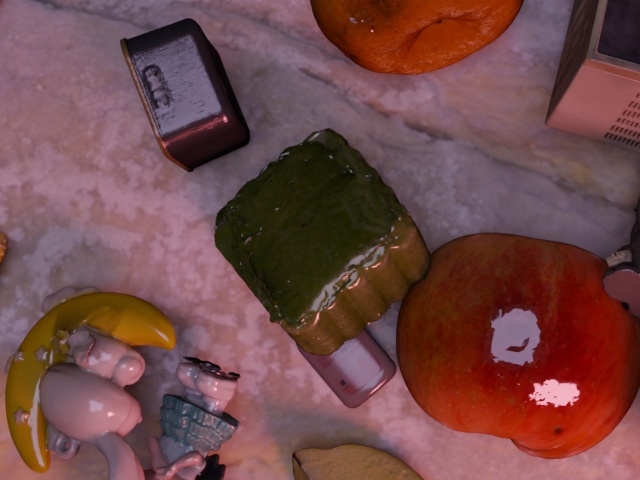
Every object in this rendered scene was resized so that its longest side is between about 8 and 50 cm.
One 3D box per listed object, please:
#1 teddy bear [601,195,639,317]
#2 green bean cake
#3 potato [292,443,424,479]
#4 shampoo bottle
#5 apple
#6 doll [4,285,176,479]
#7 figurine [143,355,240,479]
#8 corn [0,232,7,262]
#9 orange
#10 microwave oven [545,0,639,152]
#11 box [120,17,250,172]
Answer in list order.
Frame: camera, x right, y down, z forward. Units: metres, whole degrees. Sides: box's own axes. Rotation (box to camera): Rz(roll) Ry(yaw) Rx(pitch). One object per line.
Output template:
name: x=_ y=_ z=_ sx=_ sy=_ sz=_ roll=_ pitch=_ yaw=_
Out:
teddy bear: x=0.415 y=0.000 z=1.294 sx=0.171 sy=0.251 sz=0.144 roll=33 pitch=135 yaw=-3
green bean cake: x=0.000 y=0.000 z=1.331 sx=0.200 sy=0.113 sz=0.214 roll=-42 pitch=57 yaw=-1
potato: x=0.049 y=0.299 z=1.387 sx=0.120 sy=0.081 sz=0.149 roll=-27 pitch=67 yaw=-24
shampoo bottle: x=0.013 y=0.118 z=1.396 sx=0.080 sy=0.040 sz=0.165 roll=-41 pitch=86 yaw=6
apple: x=0.226 y=0.120 z=1.311 sx=0.292 sy=0.163 sz=0.251 roll=12 pitch=89 yaw=8
doll: x=-0.274 y=0.174 z=1.375 sx=0.252 sy=0.111 sz=0.237 roll=16 pitch=75 yaw=29
figurine: x=-0.169 y=0.264 z=1.386 sx=0.138 sy=0.110 sz=0.246 roll=15 pitch=87 yaw=42
corn: x=-0.470 y=0.092 z=1.434 sx=0.081 sy=0.081 sz=0.248 roll=29 pitch=92 yaw=6
orange: x=0.104 y=-0.309 z=1.307 sx=0.249 sy=0.249 sz=0.183 roll=-17 pitch=71 yaw=6
microwave oven: x=0.352 y=-0.239 z=1.268 sx=0.145 sy=0.194 sz=0.241 roll=15 pitch=70 yaw=4
box: x=-0.150 y=-0.167 z=1.343 sx=0.090 sy=0.201 sz=0.144 roll=-22 pitch=85 yaw=2
